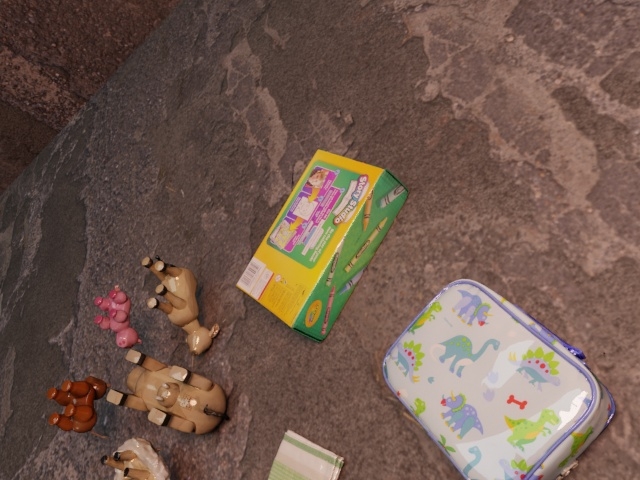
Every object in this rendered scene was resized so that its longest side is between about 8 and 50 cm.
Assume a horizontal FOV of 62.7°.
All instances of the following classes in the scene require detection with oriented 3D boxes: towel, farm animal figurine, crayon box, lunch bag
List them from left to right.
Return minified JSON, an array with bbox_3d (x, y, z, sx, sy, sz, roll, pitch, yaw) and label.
[{"bbox_3d":[-0.274,0.227,0.911,0.326,0.172,0.330,30,79,34],"label":"farm animal figurine"},{"bbox_3d":[-0.032,0.352,0.718,0.113,0.023,0.152,7,73,46],"label":"towel"},{"bbox_3d":[0.000,0.000,0.851,0.165,0.081,0.279,27,85,46],"label":"crayon box"},{"bbox_3d":[0.190,0.158,0.585,0.176,0.090,0.219,-51,44,6],"label":"lunch bag"}]
